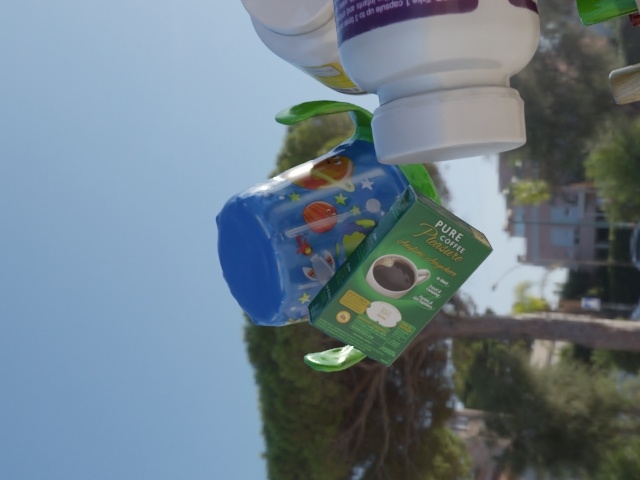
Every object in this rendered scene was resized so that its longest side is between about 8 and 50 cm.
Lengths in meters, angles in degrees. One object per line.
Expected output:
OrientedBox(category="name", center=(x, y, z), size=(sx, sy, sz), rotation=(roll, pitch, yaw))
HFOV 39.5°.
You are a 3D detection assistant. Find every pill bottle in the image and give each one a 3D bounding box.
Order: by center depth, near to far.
OrientedBox(category="pill bottle", center=(0.091, -0.220, 0.745), size=(0.169, 0.169, 0.301), rotation=(-3, -94, -69))
OrientedBox(category="pill bottle", center=(0.014, -0.322, 1.244), size=(0.334, 0.188, 0.187), rotation=(6, -93, -72))

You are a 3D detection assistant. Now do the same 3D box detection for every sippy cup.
OrientedBox(category="sippy cup", center=(0.000, 0.000, 1.115), size=(0.224, 0.240, 0.305), rotation=(-18, -104, -30))

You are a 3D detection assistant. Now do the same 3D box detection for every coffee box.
OrientedBox(category="coffee box", center=(0.084, 0.041, 0.959), size=(0.184, 0.113, 0.040), rotation=(-52, 22, 20))

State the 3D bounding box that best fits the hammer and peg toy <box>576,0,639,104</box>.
OrientedBox(category="hammer and peg toy", center=(0.345, -0.262, 0.909), size=(0.361, 0.127, 0.266), rotation=(51, -141, -39))
